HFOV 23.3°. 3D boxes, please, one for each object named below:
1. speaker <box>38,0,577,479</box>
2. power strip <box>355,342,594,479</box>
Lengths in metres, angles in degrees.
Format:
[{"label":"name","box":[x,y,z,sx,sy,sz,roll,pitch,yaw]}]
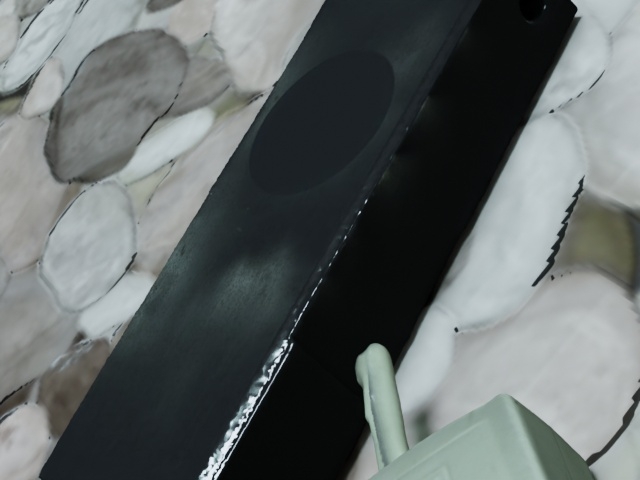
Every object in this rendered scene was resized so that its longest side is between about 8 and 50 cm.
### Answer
[{"label":"speaker","box":[0.000,0.000,0.496,0.082,0.044,0.218,8,62,50]},{"label":"power strip","box":[0.035,0.085,0.379,0.075,0.042,0.175,-39,36,16]}]
